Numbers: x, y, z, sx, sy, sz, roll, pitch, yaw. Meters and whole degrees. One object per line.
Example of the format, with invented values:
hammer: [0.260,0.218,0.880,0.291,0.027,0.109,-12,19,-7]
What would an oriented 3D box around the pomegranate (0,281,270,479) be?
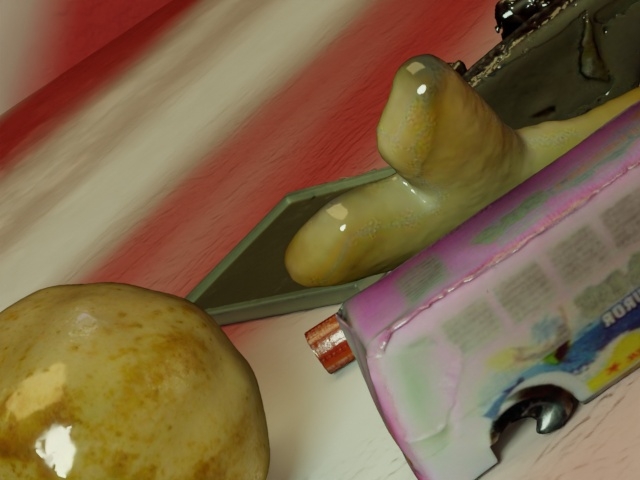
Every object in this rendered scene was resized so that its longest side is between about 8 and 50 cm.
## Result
pomegranate: [-0.131,0.117,1.119,0.207,0.207,0.207,-32,18,11]

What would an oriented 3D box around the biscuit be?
biscuit: [0.095,-0.028,1.084,0.164,0.208,0.047,-55,48,33]

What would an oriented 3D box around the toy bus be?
toy bus: [0.141,0.018,1.040,0.274,0.112,0.090,-35,25,0]

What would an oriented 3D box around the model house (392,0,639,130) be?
model house: [0.137,-0.133,1.377,0.203,0.141,0.164,-32,38,-2]

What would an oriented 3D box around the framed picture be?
framed picture: [0.000,0.000,1.497,0.250,0.016,0.184,-13,27,49]

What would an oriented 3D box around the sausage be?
sausage: [0.052,0.040,1.261,0.129,0.034,0.034,-33,17,8]
